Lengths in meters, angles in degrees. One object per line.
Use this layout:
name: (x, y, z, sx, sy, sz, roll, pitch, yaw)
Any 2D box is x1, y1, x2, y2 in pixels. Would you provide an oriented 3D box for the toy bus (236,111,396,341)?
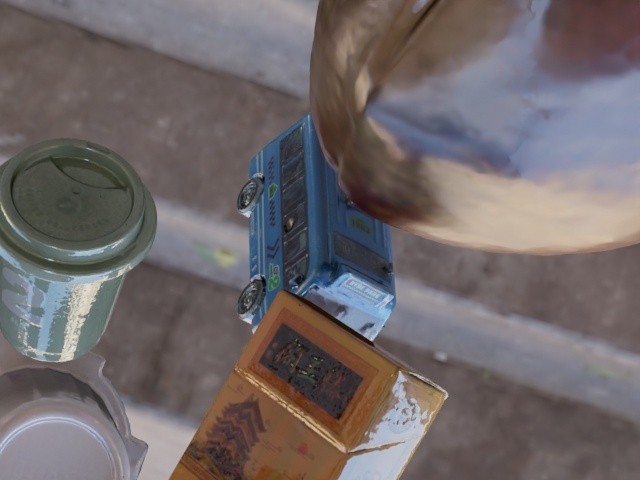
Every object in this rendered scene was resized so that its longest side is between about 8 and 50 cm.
toy bus: (0.000, 0.000, 1.674, 0.113, 0.246, 0.134, 28, 128, -28)

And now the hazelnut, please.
hazelnut: (0.194, -0.173, 1.298, 0.402, 0.402, 0.429, 21, 136, -11)

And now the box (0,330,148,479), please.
box: (-0.328, 0.237, 2.019, 0.262, 0.291, 0.206, -18, -170, -15)

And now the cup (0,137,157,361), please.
cup: (-0.180, 0.011, 1.193, 0.120, 0.120, 0.141, 19, 139, -2)

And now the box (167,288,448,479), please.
box: (-0.033, 0.199, 1.454, 0.076, 0.274, 0.174, 30, -179, -44)
